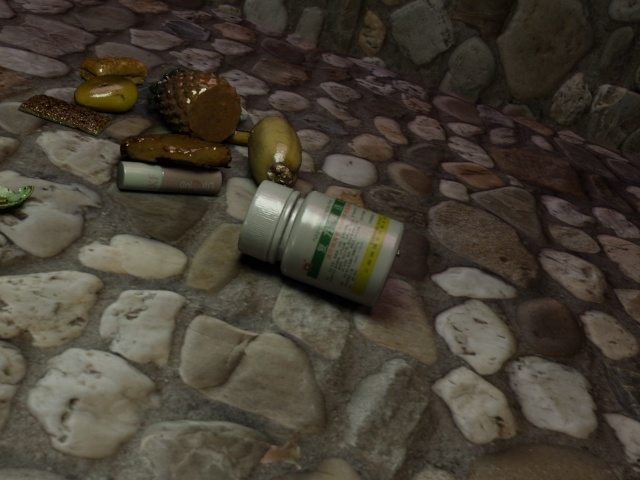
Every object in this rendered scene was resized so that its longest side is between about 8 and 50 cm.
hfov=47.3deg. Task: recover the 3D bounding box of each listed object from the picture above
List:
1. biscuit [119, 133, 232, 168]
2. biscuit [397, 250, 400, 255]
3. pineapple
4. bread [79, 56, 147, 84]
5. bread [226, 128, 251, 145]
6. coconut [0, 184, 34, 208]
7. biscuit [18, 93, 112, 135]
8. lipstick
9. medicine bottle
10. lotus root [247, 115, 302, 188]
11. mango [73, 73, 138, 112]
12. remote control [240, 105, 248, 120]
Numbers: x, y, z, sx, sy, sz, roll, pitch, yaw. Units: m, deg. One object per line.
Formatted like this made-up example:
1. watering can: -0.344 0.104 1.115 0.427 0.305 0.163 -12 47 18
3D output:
1. biscuit: -0.376 -0.241 1.917 0.296 0.075 0.296 6 9 -1
2. biscuit: 0.113 -0.021 1.979 0.203 0.016 0.144 14 28 -9
3. pineapple: -0.409 -0.430 2.215 0.223 0.222 0.357 -7 26 -41
4. bread: -0.669 -0.552 2.375 0.114 0.083 0.211 29 27 26
5. bread: -0.247 -0.321 2.259 0.106 0.053 0.072 -2 11 -40
6. coconut: -0.705 -0.101 1.557 0.158 0.055 0.133 19 29 2
7. biscuit: -0.713 -0.358 2.052 0.231 0.025 0.131 18 27 -3
8. lipstick: -0.380 -0.157 1.851 0.255 0.070 0.070 1 32 -31
9. medicine bottle: 0.000 0.000 1.662 0.340 0.208 0.208 21 27 2
10. lotus root: -0.129 -0.232 2.043 0.152 0.169 0.342 7 31 -11
11. mango: -0.635 -0.433 2.164 0.137 0.098 0.195 39 38 26
12. remote control: -0.337 -0.459 2.450 0.090 0.049 0.230 -5 36 -40
